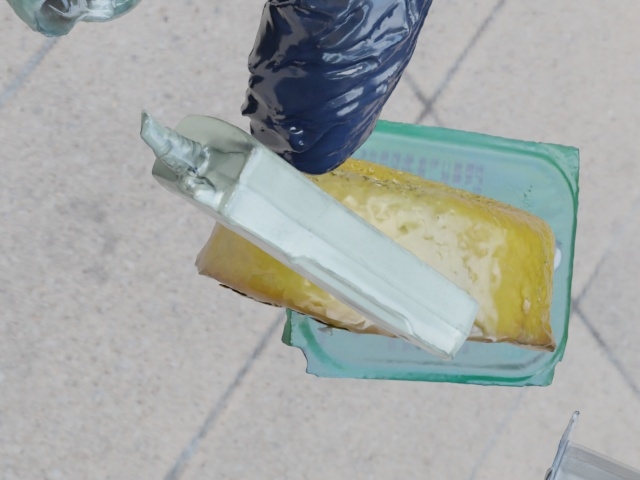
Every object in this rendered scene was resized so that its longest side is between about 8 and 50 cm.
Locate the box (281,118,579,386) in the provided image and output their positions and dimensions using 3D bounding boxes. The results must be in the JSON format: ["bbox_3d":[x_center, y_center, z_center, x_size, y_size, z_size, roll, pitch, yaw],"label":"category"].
[{"bbox_3d":[0.104,0.013,1.292,0.337,0.106,0.264,7,88,-27],"label":"box"}]

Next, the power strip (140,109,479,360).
[{"bbox_3d":[0.000,0.000,0.461,0.191,0.047,0.030,35,84,-43],"label":"power strip"}]

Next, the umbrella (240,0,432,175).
[{"bbox_3d":[0.023,-0.125,0.408,0.071,0.071,0.248,-24,150,-35],"label":"umbrella"}]

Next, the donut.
[{"bbox_3d":[0.051,0.005,0.906,0.278,0.277,0.108,11,98,-41],"label":"donut"}]

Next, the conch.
[{"bbox_3d":[-0.290,-0.343,1.475,0.195,0.277,0.220,14,91,-13],"label":"conch"}]

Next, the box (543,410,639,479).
[{"bbox_3d":[0.308,0.358,1.280,0.262,0.206,0.291,-38,142,-62],"label":"box"}]
